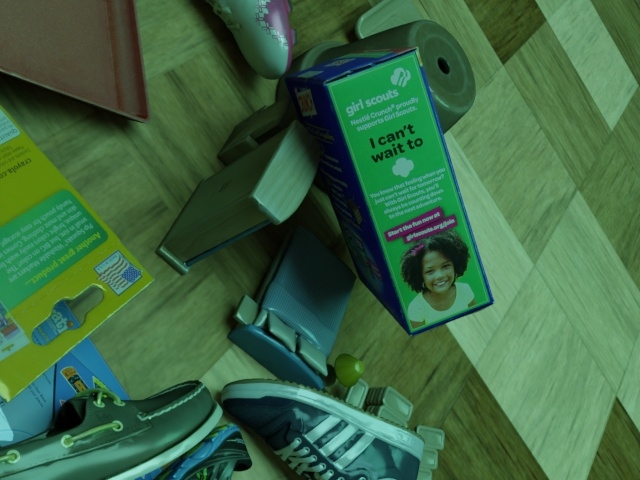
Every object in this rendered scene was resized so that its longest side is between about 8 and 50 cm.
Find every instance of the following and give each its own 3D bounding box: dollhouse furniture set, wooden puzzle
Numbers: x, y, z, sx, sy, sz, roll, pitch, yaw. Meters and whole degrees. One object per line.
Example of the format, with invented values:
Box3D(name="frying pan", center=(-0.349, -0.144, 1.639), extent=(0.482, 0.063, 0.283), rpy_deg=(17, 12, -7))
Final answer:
Box3D(name="dollhouse furniture set", center=(0.000, 0.000, 1.037), extent=(0.303, 0.198, 0.286), rpy_deg=(44, 47, -22))
Box3D(name="wooden puzzle", center=(0.164, -0.331, 1.471), extent=(0.238, 0.044, 0.221), rpy_deg=(58, 42, -14))

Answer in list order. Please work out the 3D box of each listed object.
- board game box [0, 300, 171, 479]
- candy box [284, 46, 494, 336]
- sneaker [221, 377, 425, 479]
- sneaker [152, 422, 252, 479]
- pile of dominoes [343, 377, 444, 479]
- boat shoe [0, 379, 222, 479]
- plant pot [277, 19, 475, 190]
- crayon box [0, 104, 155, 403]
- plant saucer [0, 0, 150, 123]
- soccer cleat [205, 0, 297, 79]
Box3D(name="board game box", center=(-0.280, 0.158, 0.812), extent=(0.145, 0.027, 0.281), rpy_deg=(-38, 100, -45))
Box3D(name="candy box", center=(0.078, -0.076, 1.010), extent=(0.122, 0.268, 0.317), rpy_deg=(-23, 106, -5))
Box3D(name="sneaker", center=(-0.001, 0.275, 0.964), extent=(0.282, 0.099, 0.153), rpy_deg=(24, 59, -20))
Box3D(name="sneaker", center=(-0.137, 0.274, 0.870), extent=(0.078, 0.067, 0.188), rpy_deg=(56, 40, -1))
Box3D(name="pile of dominoes", center=(0.067, 0.327, 1.090), extent=(0.196, 0.040, 0.251), rpy_deg=(40, 56, -25))
Box3D(name="boat shoe", center=(-0.224, 0.193, 0.752), extent=(0.305, 0.109, 0.091), rpy_deg=(-22, 93, -43))
Box3D(name="plant pot", center=(0.101, -0.215, 1.214), extent=(0.263, 0.229, 0.263), rpy_deg=(19, 60, -37))
Box3D(name="crayon box", center=(-0.343, -0.015, 0.757), extent=(0.323, 0.083, 0.203), rpy_deg=(49, 44, -4))
Box3D(name="plant saucer", center=(-0.317, -0.275, 0.923), extent=(0.258, 0.048, 0.259), rpy_deg=(15, 61, -56))
Box3D(name="soccer cleat", center=(-0.144, -0.378, 1.148), extent=(0.143, 0.116, 0.331), rpy_deg=(-12, 78, -31))
